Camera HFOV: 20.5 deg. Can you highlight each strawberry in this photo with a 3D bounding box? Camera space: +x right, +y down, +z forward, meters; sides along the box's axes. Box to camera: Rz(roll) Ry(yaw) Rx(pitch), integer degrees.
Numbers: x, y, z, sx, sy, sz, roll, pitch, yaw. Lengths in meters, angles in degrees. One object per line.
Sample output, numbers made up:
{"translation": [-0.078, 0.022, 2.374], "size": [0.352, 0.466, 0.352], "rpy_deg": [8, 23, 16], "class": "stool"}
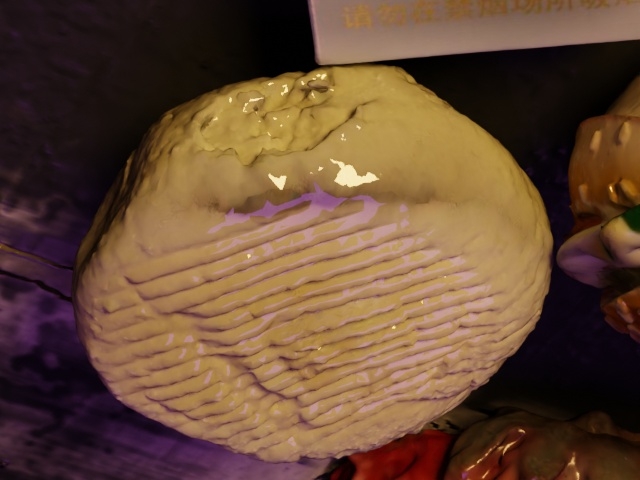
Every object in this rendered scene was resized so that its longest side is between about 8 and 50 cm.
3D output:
{"translation": [0.113, 0.241, 1.039], "size": [0.265, 0.149, 0.336], "rpy_deg": [12, 135, -14], "class": "strawberry"}

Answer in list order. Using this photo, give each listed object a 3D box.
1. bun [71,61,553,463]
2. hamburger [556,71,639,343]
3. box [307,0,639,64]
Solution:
{"translation": [0.000, 0.000, 0.805], "size": [0.220, 0.134, 0.220], "rpy_deg": [-4, 140, -4], "class": "bun"}
{"translation": [0.217, -0.001, 0.761], "size": [0.236, 0.147, 0.237], "rpy_deg": [20, 171, 3], "class": "hamburger"}
{"translation": [0.058, -0.183, 0.666], "size": [0.155, 0.067, 0.243], "rpy_deg": [-6, 135, 5], "class": "box"}
